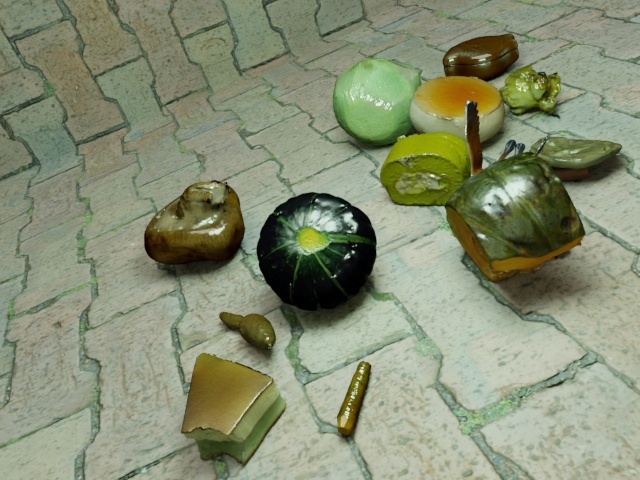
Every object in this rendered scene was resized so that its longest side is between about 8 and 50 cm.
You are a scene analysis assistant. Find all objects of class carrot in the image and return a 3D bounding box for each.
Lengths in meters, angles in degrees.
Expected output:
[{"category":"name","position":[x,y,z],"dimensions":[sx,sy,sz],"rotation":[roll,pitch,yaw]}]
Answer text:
[{"category":"carrot","position":[0.069,0.311,1.164],"dimensions":[0.042,0.042,0.171],"rotation":[-3,38,26]}]

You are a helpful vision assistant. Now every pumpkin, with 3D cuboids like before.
[{"category":"pumpkin","position":[-0.006,0.035,1.438],"dimensions":[0.295,0.296,0.296],"rotation":[-15,34,10]},{"category":"pumpkin","position":[0.419,-0.050,1.277],"dimensions":[0.225,0.303,0.256],"rotation":[-27,71,3]}]

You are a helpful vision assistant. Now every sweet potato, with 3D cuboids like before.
[{"category":"sweet potato","position":[-0.167,0.211,1.412],"dimensions":[0.074,0.075,0.269],"rotation":[-38,28,-24]}]

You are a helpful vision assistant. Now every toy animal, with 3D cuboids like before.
[{"category":"toy animal","position":[0.437,-0.176,1.532],"dimensions":[0.225,0.284,0.302],"rotation":[30,92,22]}]

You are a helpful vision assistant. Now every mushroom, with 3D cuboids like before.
[{"category":"mushroom","position":[-0.375,-0.074,1.753],"dimensions":[0.345,0.260,0.345],"rotation":[-14,34,10]}]

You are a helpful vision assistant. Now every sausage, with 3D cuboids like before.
[{"category":"sausage","position":[0.616,-0.179,1.552],"dimensions":[0.186,0.043,0.043],"rotation":[-1,39,27]}]

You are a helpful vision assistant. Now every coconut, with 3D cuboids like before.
[{"category":"coconut","position":[0.196,-0.486,1.999],"dimensions":[0.328,0.281,0.328],"rotation":[-9,39,7]}]

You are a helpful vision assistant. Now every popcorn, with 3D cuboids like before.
[{"category":"popcorn","position":[0.685,-0.478,1.853],"dimensions":[0.168,0.174,0.195],"rotation":[-14,18,-30]}]

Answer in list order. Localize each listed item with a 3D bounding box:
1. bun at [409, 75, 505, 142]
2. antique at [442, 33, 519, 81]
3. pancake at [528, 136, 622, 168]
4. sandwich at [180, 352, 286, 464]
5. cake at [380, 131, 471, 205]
[{"category":"bun","position":[0.428,-0.384,1.830],"dimensions":[0.298,0.165,0.299],"rotation":[-4,43,3]},{"category":"antique","position":[0.602,-0.683,2.188],"dimensions":[0.278,0.129,0.223],"rotation":[-14,34,10]},{"category":"pancake","position":[0.678,-0.233,1.547],"dimensions":[0.241,0.050,0.242],"rotation":[-7,24,3]},{"category":"sandwich","position":[-0.214,0.349,1.206],"dimensions":[0.220,0.108,0.186],"rotation":[11,44,36]},{"category":"cake","position":[0.296,-0.203,1.636],"dimensions":[0.260,0.179,0.156],"rotation":[2,39,30]}]
